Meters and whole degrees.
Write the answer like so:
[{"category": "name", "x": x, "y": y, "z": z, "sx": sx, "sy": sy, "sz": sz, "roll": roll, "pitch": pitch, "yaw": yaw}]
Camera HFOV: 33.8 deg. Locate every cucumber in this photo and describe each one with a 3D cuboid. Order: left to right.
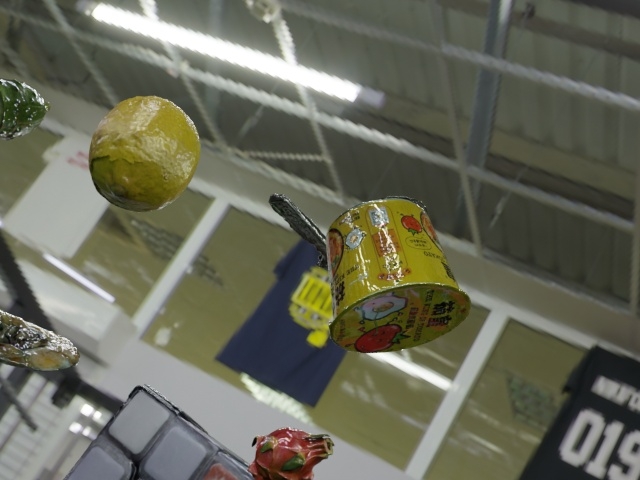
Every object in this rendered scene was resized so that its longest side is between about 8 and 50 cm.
[{"category": "cucumber", "x": -0.613, "y": -0.262, "z": 2.078, "sx": 0.134, "sy": 0.134, "sz": 0.244, "roll": 26, "pitch": 14, "yaw": 15}]

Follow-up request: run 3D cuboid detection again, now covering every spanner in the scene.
[{"category": "spanner", "x": 0.000, "y": 0.000, "z": 1.623, "sx": 0.093, "sy": 0.026, "sz": 0.325, "roll": 4, "pitch": -20, "yaw": 25}]

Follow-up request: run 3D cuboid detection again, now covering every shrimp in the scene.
[{"category": "shrimp", "x": -0.578, "y": 0.159, "z": 1.782, "sx": 0.365, "sy": 0.071, "sz": 0.233, "roll": 19, "pitch": 3, "yaw": -35}]

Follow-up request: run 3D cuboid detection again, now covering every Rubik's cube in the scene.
[{"category": "Rubik's cube", "x": -0.219, "y": 0.510, "z": 1.722, "sx": 0.359, "sy": 0.362, "sz": 0.363, "roll": 24, "pitch": -18, "yaw": 38}]

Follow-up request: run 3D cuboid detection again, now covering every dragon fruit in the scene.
[{"category": "dragon fruit", "x": -0.039, "y": 0.293, "z": 1.426, "sx": 0.116, "sy": 0.081, "sz": 0.086, "roll": -24, "pitch": -27, "yaw": 29}]

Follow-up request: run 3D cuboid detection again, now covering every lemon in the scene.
[{"category": "lemon", "x": -0.286, "y": -0.142, "z": 1.707, "sx": 0.181, "sy": 0.193, "sz": 0.180, "roll": -5, "pitch": -21, "yaw": -2}]

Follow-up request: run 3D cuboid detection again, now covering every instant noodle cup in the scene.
[{"category": "instant noodle cup", "x": 0.086, "y": 0.041, "z": 1.337, "sx": 0.182, "sy": 0.144, "sz": 0.182, "roll": -10, "pitch": -30, "yaw": -6}]
